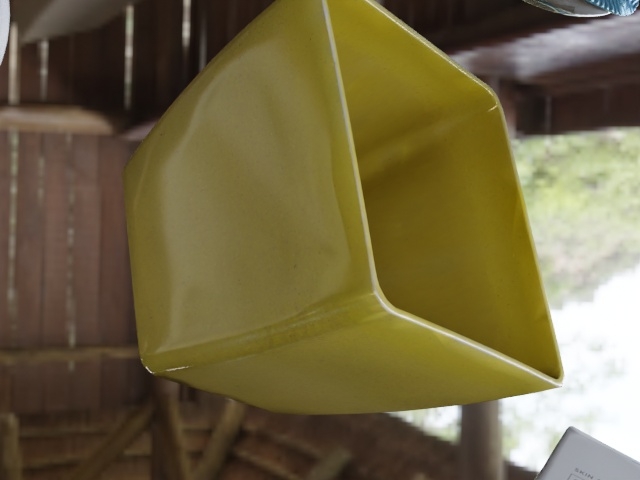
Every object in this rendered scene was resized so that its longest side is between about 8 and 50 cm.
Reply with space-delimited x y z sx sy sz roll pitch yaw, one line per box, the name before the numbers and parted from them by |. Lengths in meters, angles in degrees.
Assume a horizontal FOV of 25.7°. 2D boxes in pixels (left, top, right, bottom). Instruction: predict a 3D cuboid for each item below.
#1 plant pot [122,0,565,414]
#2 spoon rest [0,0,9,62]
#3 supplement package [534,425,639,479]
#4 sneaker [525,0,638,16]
plant pot | 0.000 0.000 0.853 0.187 0.212 0.212 -24 151 29
spoon rest | -0.235 -0.031 0.614 0.084 0.276 0.137 45 -173 -13
supplement package | 0.101 0.245 0.498 0.198 0.199 0.263 27 -147 16
sneaker | 0.184 -0.256 1.253 0.229 0.087 0.092 23 170 -37
